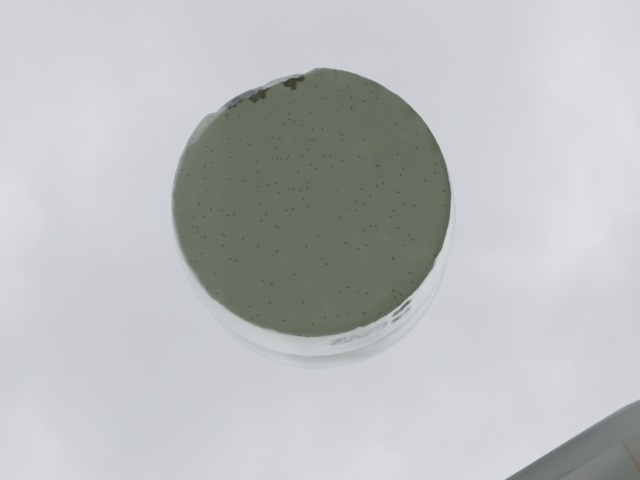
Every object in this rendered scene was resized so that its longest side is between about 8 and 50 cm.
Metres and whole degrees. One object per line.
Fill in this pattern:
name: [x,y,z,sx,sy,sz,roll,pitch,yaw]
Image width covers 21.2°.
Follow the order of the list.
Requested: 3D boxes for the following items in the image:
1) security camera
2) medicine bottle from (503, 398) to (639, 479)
security camera: [0.000,0.000,1.193,0.194,0.236,0.194,-1,-104,4]
medicine bottle: [0.138,0.243,1.063,0.179,0.324,0.124,58,-177,20]
